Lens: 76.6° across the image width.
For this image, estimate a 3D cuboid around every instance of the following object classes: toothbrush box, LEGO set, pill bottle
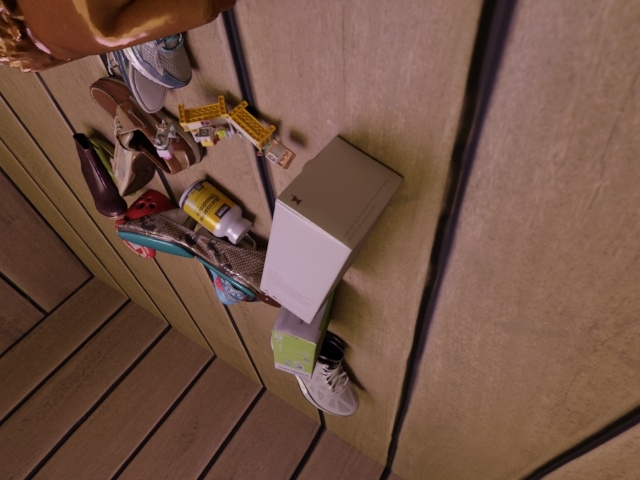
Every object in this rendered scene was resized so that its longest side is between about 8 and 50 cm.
[{"bbox_3d":[-0.043,0.235,1.137,0.122,0.206,0.283,17,144,6],"label":"toothbrush box"},{"bbox_3d":[-0.180,-0.206,0.830,0.286,0.132,0.107,9,162,5],"label":"LEGO set"},{"bbox_3d":[-0.280,-0.075,1.100,0.184,0.103,0.103,38,149,1],"label":"pill bottle"}]

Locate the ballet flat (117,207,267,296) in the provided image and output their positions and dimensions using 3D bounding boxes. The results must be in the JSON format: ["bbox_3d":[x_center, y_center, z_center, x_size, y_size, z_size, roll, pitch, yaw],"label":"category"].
[{"bbox_3d":[-0.349,-0.001,1.194,0.482,0.182,0.164,22,163,10],"label":"ballet flat"}]

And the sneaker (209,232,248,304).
[{"bbox_3d":[-0.292,0.073,1.297,0.125,0.104,0.262,-15,101,35],"label":"sneaker"}]

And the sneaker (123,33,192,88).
[{"bbox_3d":[-0.296,-0.397,0.698,0.122,0.110,0.283,7,140,29],"label":"sneaker"}]

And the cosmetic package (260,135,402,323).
[{"bbox_3d":[0.000,0.000,0.818,0.155,0.197,0.366,35,150,7],"label":"cosmetic package"}]

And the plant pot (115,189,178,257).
[{"bbox_3d":[-0.586,-0.051,1.390,0.191,0.174,0.191,27,145,21],"label":"plant pot"}]

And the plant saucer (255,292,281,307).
[{"bbox_3d":[-0.172,0.177,1.333,0.168,0.029,0.168,21,152,12],"label":"plant saucer"}]

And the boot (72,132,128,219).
[{"bbox_3d":[-0.708,-0.200,1.285,0.248,0.090,0.207,45,150,30],"label":"boot"}]

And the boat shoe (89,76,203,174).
[{"bbox_3d":[-0.442,-0.278,0.990,0.324,0.120,0.123,35,149,7],"label":"boat shoe"}]

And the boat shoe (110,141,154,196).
[{"bbox_3d":[-0.568,-0.228,1.210,0.098,0.109,0.302,51,146,-3],"label":"boat shoe"}]

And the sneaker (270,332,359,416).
[{"bbox_3d":[0.026,0.474,1.431,0.447,0.169,0.257,49,150,-12],"label":"sneaker"}]

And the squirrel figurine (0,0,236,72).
[{"bbox_3d":[-0.323,-0.418,0.461,0.396,0.281,0.371,-11,124,9],"label":"squirrel figurine"}]

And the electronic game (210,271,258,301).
[{"bbox_3d":[-0.298,0.145,1.458,0.229,0.048,0.229,19,142,16],"label":"electronic game"}]

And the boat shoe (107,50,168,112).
[{"bbox_3d":[-0.383,-0.384,0.815,0.079,0.095,0.255,23,145,21],"label":"boat shoe"}]

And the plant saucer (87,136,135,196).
[{"bbox_3d":[-0.710,-0.256,1.381,0.241,0.037,0.241,28,148,19],"label":"plant saucer"}]

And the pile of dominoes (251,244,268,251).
[{"bbox_3d":[-0.110,0.116,1.232,0.251,0.040,0.196,16,142,33],"label":"pile of dominoes"}]
